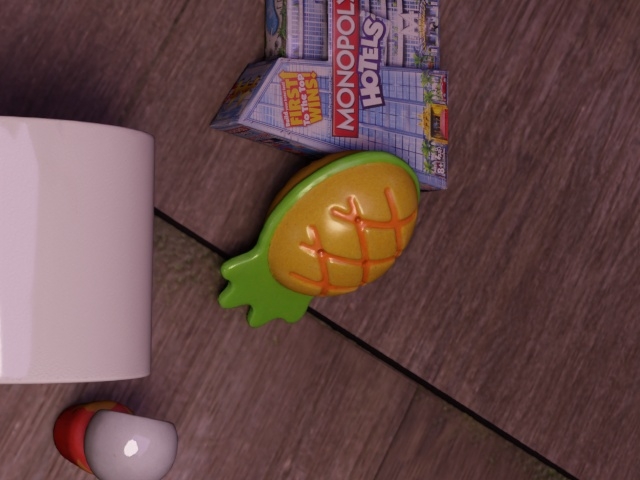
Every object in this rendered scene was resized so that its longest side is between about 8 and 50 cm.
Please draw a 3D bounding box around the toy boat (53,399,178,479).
[{"bbox_3d":[-0.253,0.204,1.164,0.318,0.148,0.267,-32,103,-24],"label":"toy boat"}]

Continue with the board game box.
[{"bbox_3d":[0.009,-0.139,1.359,0.194,0.060,0.194,1,89,-28],"label":"board game box"}]

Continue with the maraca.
[{"bbox_3d":[0.000,0.000,1.318,0.186,0.099,0.127,-41,135,9],"label":"maraca"}]

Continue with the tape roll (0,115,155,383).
[{"bbox_3d":[-0.235,0.009,1.125,0.246,0.246,0.169,1,89,-28],"label":"tape roll"}]
